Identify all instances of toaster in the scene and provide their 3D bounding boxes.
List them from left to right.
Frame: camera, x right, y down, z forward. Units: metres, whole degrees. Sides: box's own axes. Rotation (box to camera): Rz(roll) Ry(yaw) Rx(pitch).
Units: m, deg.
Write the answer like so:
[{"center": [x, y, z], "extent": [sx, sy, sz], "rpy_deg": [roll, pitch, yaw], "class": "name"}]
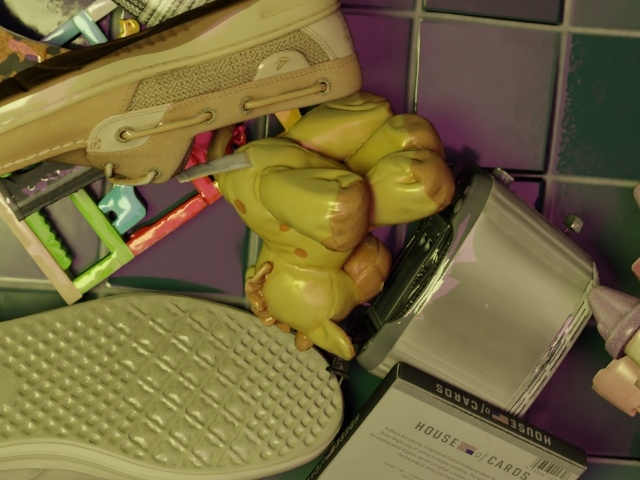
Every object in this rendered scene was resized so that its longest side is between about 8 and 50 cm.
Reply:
[{"center": [0.124, 0.058, 1.168], "extent": [0.146, 0.129, 0.227], "rpy_deg": [31, 96, -11], "class": "toaster"}]

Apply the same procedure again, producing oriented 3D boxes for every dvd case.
[{"center": [0.081, 0.219, 1.179], "extent": [0.179, 0.029, 0.238], "rpy_deg": [26, 124, -12], "class": "dvd case"}]

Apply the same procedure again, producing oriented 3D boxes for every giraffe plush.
[{"center": [0.000, 0.000, 1.122], "extent": [0.210, 0.181, 0.170], "rpy_deg": [-9, 122, -3], "class": "giraffe plush"}]

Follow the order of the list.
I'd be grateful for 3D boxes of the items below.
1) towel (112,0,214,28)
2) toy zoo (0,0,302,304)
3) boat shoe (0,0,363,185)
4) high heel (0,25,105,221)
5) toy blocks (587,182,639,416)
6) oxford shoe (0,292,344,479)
[{"center": [-0.098, -0.338, 1.086], "extent": [0.312, 0.056, 0.324], "rpy_deg": [38, 96, -9], "class": "towel"}, {"center": [-0.146, -0.108, 1.167], "extent": [0.293, 0.030, 0.192], "rpy_deg": [-35, 99, 1], "class": "toy zoo"}, {"center": [-0.131, -0.091, 1.021], "extent": [0.341, 0.121, 0.110], "rpy_deg": [-22, 107, -7], "class": "boat shoe"}, {"center": [-0.214, -0.168, 1.101], "extent": [0.186, 0.093, 0.261], "rpy_deg": [-29, 99, -10], "class": "high heel"}, {"center": [0.340, 0.054, 1.167], "extent": [0.288, 0.309, 0.260], "rpy_deg": [-42, 67, -9], "class": "toy blocks"}, {"center": [-0.205, 0.142, 1.161], "extent": [0.449, 0.130, 0.169], "rpy_deg": [-3, 62, -15], "class": "oxford shoe"}]
